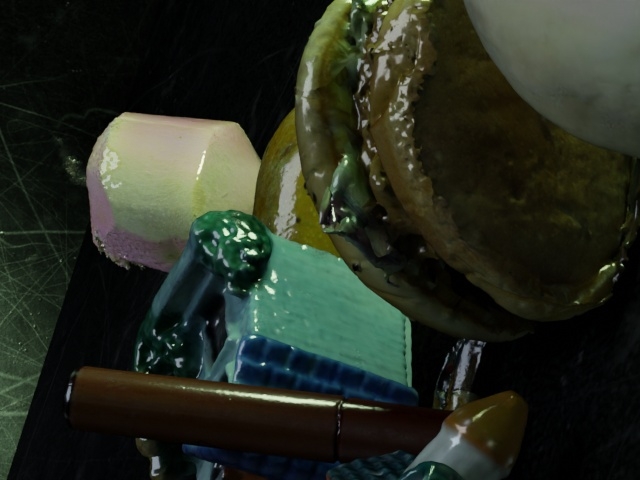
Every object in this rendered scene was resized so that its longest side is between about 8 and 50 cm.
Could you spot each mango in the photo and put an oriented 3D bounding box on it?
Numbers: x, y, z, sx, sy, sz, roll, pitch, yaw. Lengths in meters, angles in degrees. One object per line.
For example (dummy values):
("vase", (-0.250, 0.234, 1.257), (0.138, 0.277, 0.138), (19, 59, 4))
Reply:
("mango", (-0.003, -0.004, 1.699), (0.176, 0.175, 0.330), (35, -108, -62))

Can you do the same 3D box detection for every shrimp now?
("shrimp", (0.120, 0.114, 1.391), (0.161, 0.034, 0.091), (-69, 16, -2))

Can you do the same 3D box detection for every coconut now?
("coconut", (-0.181, -0.058, 2.185), (0.233, 0.245, 0.233), (11, -90, -72))

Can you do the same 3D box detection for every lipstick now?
("lipstick", (-0.032, 0.148, 1.295), (0.057, 0.356, 0.057), (5, -90, -84))

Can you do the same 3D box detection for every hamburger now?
("hamburger", (0.125, -0.097, 1.258), (0.195, 0.276, 0.318), (-16, 50, 60))

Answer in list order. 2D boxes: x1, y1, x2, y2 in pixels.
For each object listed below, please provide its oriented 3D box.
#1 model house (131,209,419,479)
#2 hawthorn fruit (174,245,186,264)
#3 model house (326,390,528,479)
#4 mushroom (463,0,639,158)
("model house", (-0.044, 0.203, 1.458), (0.295, 0.251, 0.329), (-57, 26, 32))
("hawthorn fruit", (-0.085, 0.050, 1.878), (0.173, 0.172, 0.173), (-56, 21, 34))
("model house", (0.084, 0.255, 1.165), (0.301, 0.190, 0.271), (-52, 13, -2))
("mushroom", (0.240, -0.229, 1.023), (0.315, 0.315, 0.356), (-49, 28, 47))
